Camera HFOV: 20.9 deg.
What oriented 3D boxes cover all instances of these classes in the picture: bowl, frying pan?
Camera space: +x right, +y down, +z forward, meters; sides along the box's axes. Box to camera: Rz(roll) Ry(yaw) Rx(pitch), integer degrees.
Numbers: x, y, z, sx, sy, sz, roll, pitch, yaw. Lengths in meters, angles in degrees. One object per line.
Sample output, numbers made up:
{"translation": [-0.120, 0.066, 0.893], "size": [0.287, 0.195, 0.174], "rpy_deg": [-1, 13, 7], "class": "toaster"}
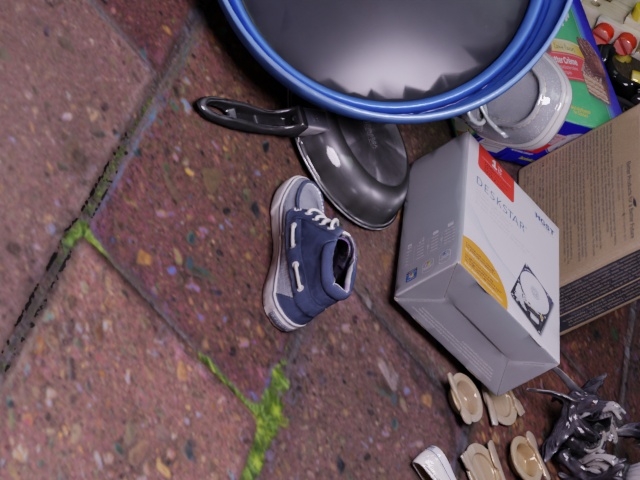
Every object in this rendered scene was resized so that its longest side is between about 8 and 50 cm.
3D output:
{"translation": [0.071, -0.307, 1.777], "size": [0.391, 0.391, 0.077], "rpy_deg": [64, -13, 3], "class": "bowl"}
{"translation": [-0.005, -0.136, 1.821], "size": [0.326, 0.053, 0.197], "rpy_deg": [37, 38, -39], "class": "frying pan"}

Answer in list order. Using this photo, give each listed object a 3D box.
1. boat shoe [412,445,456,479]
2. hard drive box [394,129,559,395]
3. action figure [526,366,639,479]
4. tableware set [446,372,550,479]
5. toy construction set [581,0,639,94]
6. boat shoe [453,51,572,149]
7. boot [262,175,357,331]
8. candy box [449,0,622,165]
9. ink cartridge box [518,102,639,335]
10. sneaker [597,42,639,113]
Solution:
{"translation": [0.122, 0.254, 1.718], "size": [0.035, 0.035, 0.100], "rpy_deg": [-31, 97, -32], "class": "boat shoe"}
{"translation": [0.176, 0.023, 1.901], "size": [0.181, 0.089, 0.232], "rpy_deg": [44, 32, -26], "class": "hard drive box"}
{"translation": [0.352, 0.249, 1.954], "size": [0.276, 0.141, 0.164], "rpy_deg": [55, 43, -15], "class": "action figure"}
{"translation": [0.187, 0.206, 1.857], "size": [0.168, 0.020, 0.141], "rpy_deg": [-2, 68, -56], "class": "tableware set"}
{"translation": [0.427, -0.288, 2.455], "size": [0.327, 0.151, 0.215], "rpy_deg": [39, 48, 2], "class": "toy construction set"}
{"translation": [0.154, -0.197, 1.933], "size": [0.103, 0.118, 0.320], "rpy_deg": [13, 21, -40], "class": "boat shoe"}
{"translation": [0.000, 0.000, 1.677], "size": [0.069, 0.086, 0.190], "rpy_deg": [39, 38, -33], "class": "boot"}
{"translation": [0.242, -0.263, 2.200], "size": [0.268, 0.122, 0.317], "rpy_deg": [8, 59, -53], "class": "candy box"}
{"translation": [0.336, -0.025, 2.085], "size": [0.088, 0.193, 0.235], "rpy_deg": [41, 38, -30], "class": "ink cartridge box"}
{"translation": [0.413, -0.135, 2.328], "size": [0.293, 0.146, 0.102], "rpy_deg": [58, 31, -5], "class": "sneaker"}
